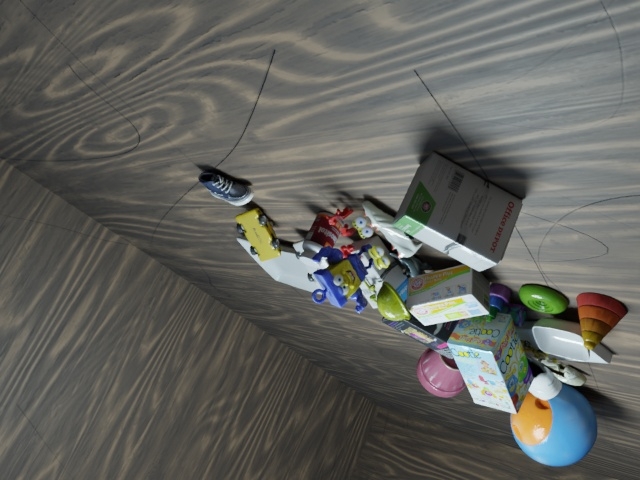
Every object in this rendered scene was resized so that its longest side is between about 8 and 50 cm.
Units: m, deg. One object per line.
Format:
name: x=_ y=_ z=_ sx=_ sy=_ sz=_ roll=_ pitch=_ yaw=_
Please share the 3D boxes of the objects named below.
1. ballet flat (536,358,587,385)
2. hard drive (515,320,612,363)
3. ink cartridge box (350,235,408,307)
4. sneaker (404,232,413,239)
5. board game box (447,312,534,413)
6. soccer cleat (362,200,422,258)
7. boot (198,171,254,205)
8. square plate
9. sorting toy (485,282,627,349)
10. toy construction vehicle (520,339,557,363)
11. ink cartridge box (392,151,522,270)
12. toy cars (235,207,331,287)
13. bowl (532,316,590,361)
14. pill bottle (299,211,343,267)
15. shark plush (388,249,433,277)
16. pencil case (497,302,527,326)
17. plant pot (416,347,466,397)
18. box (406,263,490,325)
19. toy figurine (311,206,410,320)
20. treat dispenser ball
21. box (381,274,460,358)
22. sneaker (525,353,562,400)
ballet flat: x=0.789 y=0.429 z=2.046 sx=0.168 sy=0.057 sz=0.052 roll=17 pitch=148 yaw=25
hard drive: x=0.684 y=0.304 z=1.882 sx=0.203 sy=0.040 sz=0.307 roll=35 pitch=159 yaw=-22
ink cartridge box: x=0.163 y=0.095 z=1.848 sx=0.203 sy=0.086 sz=0.148 roll=55 pitch=154 yaw=-9
sneaker: x=0.264 y=-0.035 z=1.506 sx=0.063 sy=0.075 sz=0.170 roll=37 pitch=158 yaw=-26
board game box: x=0.496 y=0.347 z=1.801 sx=0.144 sy=0.142 sz=0.275 roll=6 pitch=135 yaw=42
soccer cleat: x=0.186 y=-0.039 z=1.629 sx=0.196 sy=0.076 sz=0.068 roll=48 pitch=-165 yaw=-15
boot: x=-0.291 y=-0.161 z=1.892 sx=0.190 sy=0.069 sz=0.086 roll=11 pitch=158 yaw=41
square plate: x=-0.101 y=0.097 z=2.333 sx=0.344 sy=0.049 sz=0.347 roll=13 pitch=157 yaw=31
sorting toy: x=0.588 y=0.201 z=1.619 sx=0.365 sy=0.126 sz=0.127 roll=6 pitch=152 yaw=43
toy construction vehicle: x=0.660 y=0.342 z=1.893 sx=0.098 sy=0.035 sz=0.086 roll=38 pitch=157 yaw=-30
ink cartridge box: x=0.286 y=-0.056 z=1.299 sx=0.219 sy=0.160 sz=0.092 roll=29 pitch=161 yaw=-4
toy cars: x=-0.102 y=0.013 z=2.062 sx=0.393 sy=0.087 sz=0.176 roll=26 pitch=124 yaw=-3
bowl: x=0.656 y=0.260 z=1.684 sx=0.142 sy=0.053 sz=0.142 roll=8 pitch=146 yaw=38
pill bottle: x=0.000 y=0.000 z=1.809 sx=0.086 sy=0.152 sz=0.086 roll=23 pitch=160 yaw=9
shark plush: x=0.261 y=0.076 z=1.798 sx=0.073 sy=0.067 sz=0.161 roll=7 pitch=153 yaw=44
pencil case: x=0.517 y=0.201 z=1.797 sx=0.151 sy=0.064 sz=0.070 roll=12 pitch=119 yaw=34
plant pot: x=0.483 y=0.467 z=2.351 sx=0.201 sy=0.201 sz=0.180 roll=24 pitch=145 yaw=7
box: x=0.352 y=0.152 z=1.730 sx=0.203 sy=0.103 sz=0.114 roll=-18 pitch=136 yaw=35
toy figurine: x=0.063 y=0.119 z=1.687 sx=0.191 sy=0.217 sz=0.363 roll=0 pitch=123 yaw=59
treat dispenser ball: x=0.820 y=0.643 z=2.193 sx=0.288 sy=0.288 sz=0.288 roll=23 pitch=160 yaw=9
box: x=0.355 y=0.236 z=1.936 sx=0.270 sy=0.165 sz=0.143 roll=30 pitch=160 yaw=-8
sneaker: x=0.618 y=0.387 z=1.971 sx=0.297 sy=0.111 sz=0.129 roll=18 pitch=150 yaw=46
